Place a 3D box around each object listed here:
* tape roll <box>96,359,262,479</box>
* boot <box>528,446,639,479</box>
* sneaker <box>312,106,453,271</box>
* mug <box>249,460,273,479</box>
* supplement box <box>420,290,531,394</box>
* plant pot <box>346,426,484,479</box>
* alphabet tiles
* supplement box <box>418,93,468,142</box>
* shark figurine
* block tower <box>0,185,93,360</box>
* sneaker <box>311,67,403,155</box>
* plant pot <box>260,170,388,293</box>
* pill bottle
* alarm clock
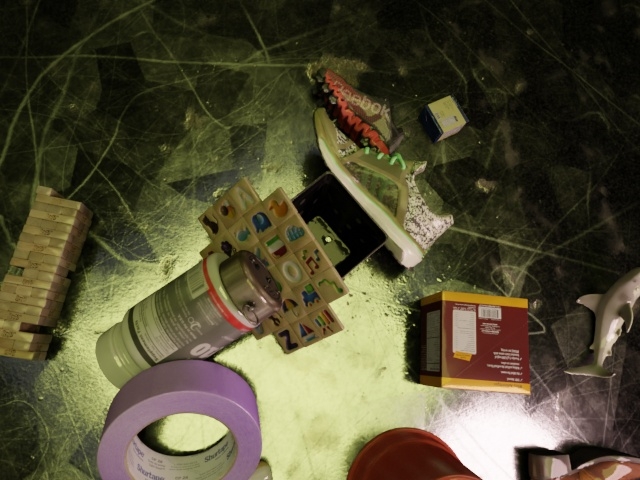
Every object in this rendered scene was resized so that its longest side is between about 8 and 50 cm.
[{"bbox_3d":[-0.246,0.354,0.848,0.275,0.090,0.275,-5,114,-11],"label":"tape roll"},{"bbox_3d":[0.574,0.586,0.972,0.264,0.096,0.280,0,77,-8],"label":"boot"},{"bbox_3d":[0.138,-0.140,1.038,0.182,0.158,0.410,-37,94,5],"label":"sneaker"},{"bbox_3d":[-0.131,0.461,0.927,0.064,0.062,0.078,-18,88,-19],"label":"mug"},{"bbox_3d":[0.326,0.220,1.010,0.191,0.129,0.194,6,76,-7],"label":"supplement box"},{"bbox_3d":[0.200,0.501,0.854,0.272,0.265,0.272,2,76,-7],"label":"plant pot"},{"bbox_3d":[-0.104,0.059,0.929,0.342,0.285,0.011,57,38,0],"label":"alphabet tiles"},{"bbox_3d":[0.306,-0.303,1.174,0.083,0.056,0.083,-25,81,-13],"label":"supplement box"},{"bbox_3d":[0.650,0.186,1.097,0.116,0.166,0.278,24,92,24],"label":"shark figurine"},{"bbox_3d":[-0.561,0.065,0.949,0.097,0.091,0.335,11,76,-6],"label":"block tower"},{"bbox_3d":[0.095,-0.311,1.127,0.135,0.097,0.276,-38,86,-14],"label":"sneaker"},{"bbox_3d":[0.000,0.000,1.001,0.188,0.167,0.187,-39,84,-14],"label":"plant pot"},{"bbox_3d":[-0.267,0.161,0.897,0.283,0.161,0.161,-33,82,7],"label":"pill bottle"},{"bbox_3d":[-0.119,0.088,0.829,0.064,0.192,0.129,-32,115,10],"label":"alarm clock"}]
